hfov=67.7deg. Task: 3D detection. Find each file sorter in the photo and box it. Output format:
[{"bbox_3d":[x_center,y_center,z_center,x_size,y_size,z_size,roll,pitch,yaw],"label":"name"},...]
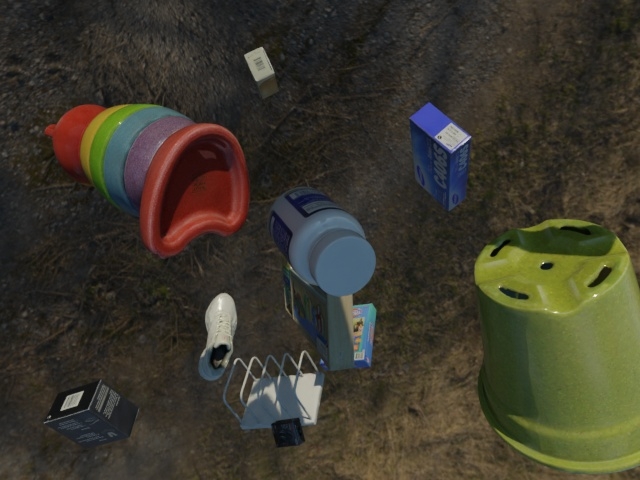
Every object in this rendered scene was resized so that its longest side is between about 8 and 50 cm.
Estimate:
[{"bbox_3d":[-0.156,0.496,1.606,0.277,0.193,0.173,-11,126,20],"label":"file sorter"}]

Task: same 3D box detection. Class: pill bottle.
[{"bbox_3d":[0.000,0.000,0.676,0.111,0.187,0.112,-8,115,-18],"label":"pill bottle"}]

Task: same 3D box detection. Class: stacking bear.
[{"bbox_3d":[-0.261,-0.113,0.668,0.175,0.288,0.164,-25,130,-53],"label":"stacking bear"}]

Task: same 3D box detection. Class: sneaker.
[{"bbox_3d":[-0.259,0.252,1.266,0.090,0.115,0.232,11,71,-23],"label":"sneaker"}]

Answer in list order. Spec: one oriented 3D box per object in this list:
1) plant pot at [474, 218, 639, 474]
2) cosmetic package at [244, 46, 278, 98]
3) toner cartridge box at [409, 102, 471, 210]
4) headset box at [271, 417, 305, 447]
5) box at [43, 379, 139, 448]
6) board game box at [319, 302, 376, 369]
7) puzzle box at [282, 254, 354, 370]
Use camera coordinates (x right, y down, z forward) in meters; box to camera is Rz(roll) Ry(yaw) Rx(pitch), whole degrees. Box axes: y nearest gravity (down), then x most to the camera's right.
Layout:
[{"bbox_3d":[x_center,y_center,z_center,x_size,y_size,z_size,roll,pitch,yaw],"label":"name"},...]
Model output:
[{"bbox_3d":[0.331,0.120,0.659,0.276,0.276,0.254,-27,118,-3],"label":"plant pot"},{"bbox_3d":[-0.118,-0.339,0.973,0.041,0.115,0.060,-25,91,0],"label":"cosmetic package"},{"bbox_3d":[0.351,-0.233,1.402,0.075,0.165,0.348,-38,154,-3],"label":"toner cartridge box"},{"bbox_3d":[-0.080,0.494,1.226,0.083,0.062,0.032,-20,171,32],"label":"headset box"},{"bbox_3d":[-0.606,0.467,1.273,0.155,0.093,0.158,-20,126,16],"label":"box"},{"bbox_3d":[0.092,0.311,1.551,0.160,0.210,0.047,-11,135,26],"label":"board game box"},{"bbox_3d":[-0.020,0.080,1.055,0.052,0.409,0.272,-4,99,-16],"label":"puzzle box"}]
